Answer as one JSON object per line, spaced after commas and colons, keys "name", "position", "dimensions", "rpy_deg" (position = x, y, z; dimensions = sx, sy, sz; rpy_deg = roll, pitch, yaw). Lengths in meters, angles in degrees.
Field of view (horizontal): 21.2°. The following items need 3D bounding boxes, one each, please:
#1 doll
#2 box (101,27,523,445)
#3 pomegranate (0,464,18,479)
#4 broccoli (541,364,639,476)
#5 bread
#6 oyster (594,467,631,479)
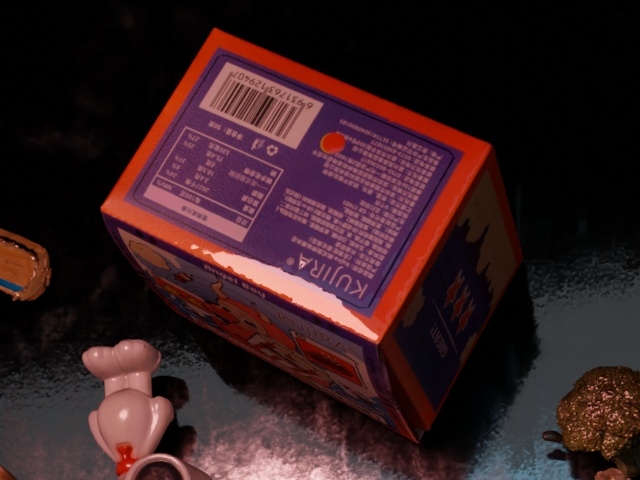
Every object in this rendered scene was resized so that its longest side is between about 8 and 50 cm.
{"name": "doll", "position": [-0.188, 0.246, 1.880], "dimensions": [0.208, 0.144, 0.271], "rpy_deg": [2, 72, 23]}
{"name": "box", "position": [0.000, 0.000, 1.848], "dimensions": [0.348, 0.318, 0.257], "rpy_deg": [25, 74, 20]}
{"name": "pomegranate", "position": [-0.443, 0.366, 1.817], "dimensions": [0.319, 0.319, 0.319], "rpy_deg": [-4, 66, 10]}
{"name": "broccoli", "position": [0.315, 0.192, 1.817], "dimensions": [0.131, 0.130, 0.120], "rpy_deg": [-34, 106, -33]}
{"name": "bread", "position": [-0.375, 0.027, 2.066], "dimensions": [0.106, 0.053, 0.072], "rpy_deg": [23, 97, 23]}
{"name": "oyster", "position": [0.331, 0.314, 1.779], "dimensions": [0.191, 0.081, 0.163], "rpy_deg": [-19, 96, 5]}
